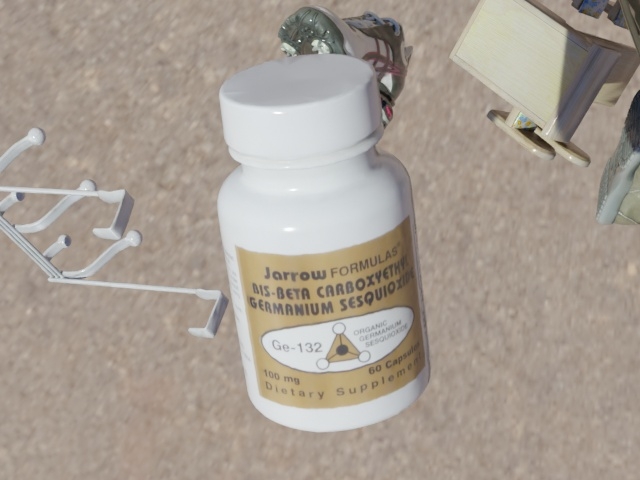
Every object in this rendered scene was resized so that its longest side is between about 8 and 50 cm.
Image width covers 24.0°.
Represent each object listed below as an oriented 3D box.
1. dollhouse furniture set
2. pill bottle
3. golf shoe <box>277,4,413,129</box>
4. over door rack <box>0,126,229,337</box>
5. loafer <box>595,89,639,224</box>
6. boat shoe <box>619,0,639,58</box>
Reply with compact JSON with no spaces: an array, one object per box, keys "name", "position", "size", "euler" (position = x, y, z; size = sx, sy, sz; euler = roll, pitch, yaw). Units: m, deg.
[{"name":"dollhouse furniture set","position":[0.286,-0.183,1.644],"size":[0.161,0.242,0.212],"euler":[43,115,36]},{"name":"pill bottle","position":[0.000,0.000,1.007],"size":[0.131,0.131,0.229],"euler":[-2,116,13]},{"name":"golf shoe","position":[0.034,-0.234,1.808],"size":[0.105,0.273,0.120],"euler":[29,84,23]},{"name":"over door rack","position":[-0.270,-0.019,1.791],"size":[0.324,0.108,0.239],"euler":[16,157,38]},{"name":"loafer","position":[0.378,-0.093,1.693],"size":[0.087,0.094,0.251],"euler":[11,154,1]},{"name":"boat shoe","position":[0.180,-0.062,0.526],"size":[0.104,0.111,0.307],"euler":[-23,115,-4]}]
